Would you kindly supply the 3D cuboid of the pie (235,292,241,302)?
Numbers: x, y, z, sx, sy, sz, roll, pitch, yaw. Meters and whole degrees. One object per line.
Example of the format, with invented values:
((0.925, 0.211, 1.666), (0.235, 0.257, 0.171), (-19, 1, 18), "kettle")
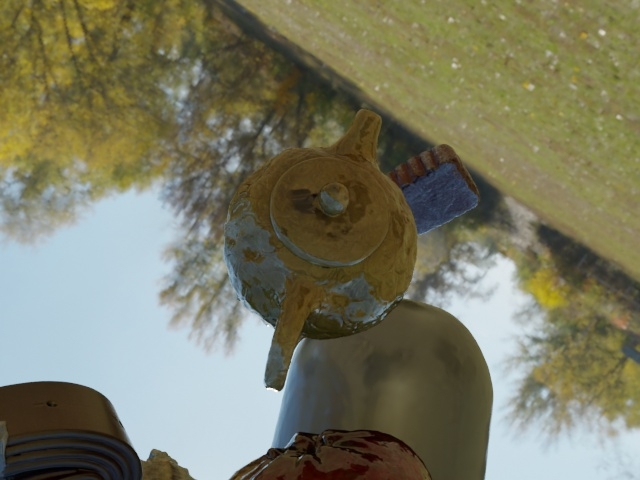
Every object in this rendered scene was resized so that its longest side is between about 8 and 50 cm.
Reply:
((-0.100, 0.096, 1.255), (0.085, 0.017, 0.085), (22, 160, 9), "pie")

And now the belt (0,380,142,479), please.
((-0.385, 0.287, 0.913), (0.338, 0.217, 0.122), (-10, -151, -28), "belt")

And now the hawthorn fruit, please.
((0.012, 0.359, 0.830), (0.254, 0.300, 0.254), (-8, -179, 0), "hawthorn fruit")

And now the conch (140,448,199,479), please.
((-0.248, 0.471, 1.230), (0.210, 0.159, 0.291), (20, -129, -26), "conch")

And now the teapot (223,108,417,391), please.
((0.000, 0.000, 0.795), (0.203, 0.311, 0.167), (20, 154, 2), "teapot")

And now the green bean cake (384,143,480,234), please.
((0.177, -0.083, 1.281), (0.135, 0.135, 0.056), (45, -158, -46), "green bean cake")

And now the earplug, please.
((0.081, 0.279, 1.119), (0.312, 0.394, 0.312), (10, 167, 2), "earplug")
